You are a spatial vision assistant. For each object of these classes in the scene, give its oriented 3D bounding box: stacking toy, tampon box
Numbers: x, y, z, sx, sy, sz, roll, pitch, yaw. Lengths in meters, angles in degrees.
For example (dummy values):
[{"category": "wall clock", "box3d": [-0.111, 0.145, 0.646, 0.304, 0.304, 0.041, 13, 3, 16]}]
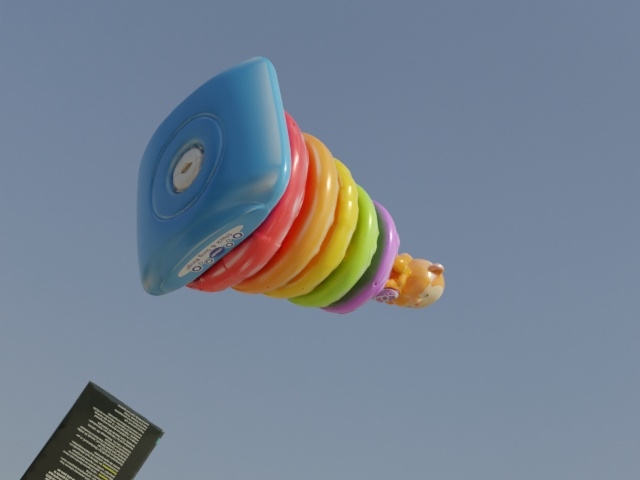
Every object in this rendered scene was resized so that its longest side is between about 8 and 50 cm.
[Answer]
[{"category": "stacking toy", "box3d": [0.000, 0.000, 0.962, 0.302, 0.166, 0.175, 28, -53, -37]}, {"category": "tampon box", "box3d": [-0.262, 0.255, 1.236, 0.101, 0.161, 0.120, 35, -21, -3]}]
